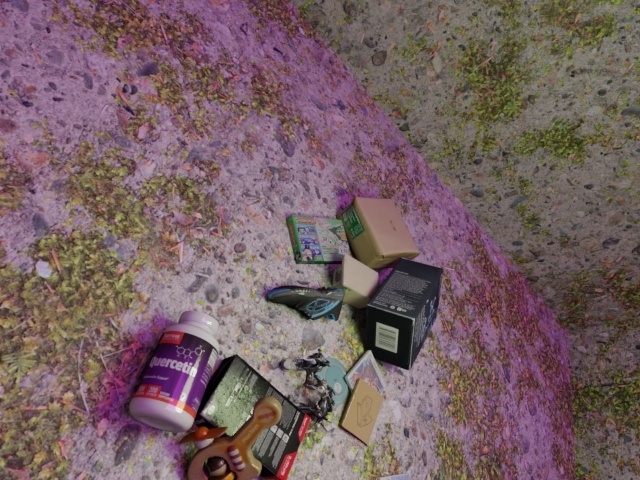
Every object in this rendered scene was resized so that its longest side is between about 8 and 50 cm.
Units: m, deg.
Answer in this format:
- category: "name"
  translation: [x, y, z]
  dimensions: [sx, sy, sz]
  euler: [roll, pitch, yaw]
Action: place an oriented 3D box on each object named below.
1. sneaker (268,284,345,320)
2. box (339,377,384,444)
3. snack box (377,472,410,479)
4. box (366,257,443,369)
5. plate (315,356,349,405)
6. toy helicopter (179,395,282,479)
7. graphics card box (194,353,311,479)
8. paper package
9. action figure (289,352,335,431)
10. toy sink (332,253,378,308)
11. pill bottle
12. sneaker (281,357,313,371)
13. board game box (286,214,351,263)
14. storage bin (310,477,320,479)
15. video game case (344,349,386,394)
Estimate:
- category: "sneaker"
  translation: [-0.049, 0.251, 1.818]
  dimensions: [0.341, 0.125, 0.140]
  euler: [8, 89, -30]
- category: "box"
  translation: [0.170, 0.681, 1.837]
  dimensions: [0.164, 0.021, 0.201]
  euler: [44, 55, -25]
- category: "snack box"
  translation: [0.297, 0.975, 1.839]
  dimensions: [0.178, 0.022, 0.064]
  euler: [16, 57, -39]
- category: "box"
  translation: [0.376, 0.315, 2.044]
  dimensions: [0.395, 0.212, 0.293]
  euler: [-45, 141, -47]
- category: "plate"
  translation: [0.055, 0.557, 1.827]
  dimensions: [0.188, 0.024, 0.188]
  euler: [24, 52, -35]
- category: "toy helicopter"
  translation: [-0.250, 0.577, 1.314]
  dimensions: [0.235, 0.355, 0.140]
  euler: [39, 6, -2]
- category: "graphics card box"
  translation: [-0.219, 0.577, 1.492]
  dimensions: [0.371, 0.094, 0.233]
  euler: [46, 44, -17]
- category: "paper package"
  translation: [0.279, -0.033, 2.229]
  dimensions: [0.309, 0.168, 0.325]
  euler: [-1, 60, -45]
- category: "action figure"
  translation: [-0.024, 0.551, 1.673]
  dimensions: [0.164, 0.141, 0.276]
  euler: [-28, 116, -56]
- category: "toy sink"
  translation: [0.135, 0.186, 2.032]
  dimensions: [0.234, 0.131, 0.153]
  euler: [30, 50, -37]
- category: "pill bottle"
  translation: [-0.410, 0.374, 1.347]
  dimensions: [0.181, 0.181, 0.323]
  euler: [36, 47, -26]
- category: "sneaker"
  translation: [-0.085, 0.459, 1.717]
  dimensions: [0.135, 0.058, 0.052]
  euler: [11, 61, -40]
- category: "board game box"
  translation: [0.000, 0.000, 2.063]
  dimensions: [0.317, 0.046, 0.213]
  euler: [3, 65, -44]
- category: "storage bin"
  translation: [-0.133, 0.807, 1.288]
  dimensions: [0.260, 0.262, 0.123]
  euler: [-7, 67, -61]
- category: "video game case"
  translation: [0.193, 0.591, 1.924]
  dimensions: [0.201, 0.023, 0.183]
  euler: [-34, 103, -48]
